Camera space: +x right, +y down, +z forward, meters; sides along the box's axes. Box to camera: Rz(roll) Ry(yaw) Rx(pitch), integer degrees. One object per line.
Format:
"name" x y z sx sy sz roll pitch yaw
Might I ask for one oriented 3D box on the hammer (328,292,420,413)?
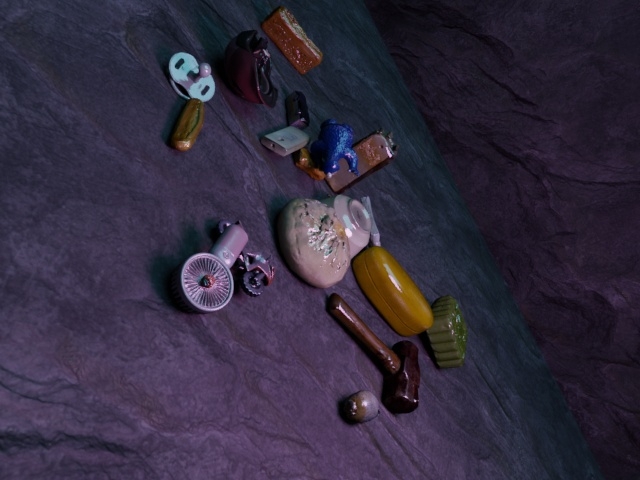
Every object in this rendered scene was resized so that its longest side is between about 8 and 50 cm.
"hammer" 0.166 0.318 1.643 0.409 0.095 0.242 49 31 -17

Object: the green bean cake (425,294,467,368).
"green bean cake" 0.487 0.346 2.061 0.248 0.125 0.222 -59 131 -61

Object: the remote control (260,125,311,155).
"remote control" -0.112 -0.338 1.801 0.098 0.038 0.233 31 27 8

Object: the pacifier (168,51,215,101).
"pacifier" -0.348 -0.454 1.476 0.150 0.117 0.126 52 55 -24

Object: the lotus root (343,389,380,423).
"lotus root" 0.119 0.453 1.454 0.165 0.088 0.088 27 42 -61

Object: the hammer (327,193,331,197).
"hammer" 0.063 -0.121 1.952 0.123 0.014 0.029 52 20 -11

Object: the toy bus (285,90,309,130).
"toy bus" -0.086 -0.475 1.964 0.057 0.072 0.172 34 37 -43

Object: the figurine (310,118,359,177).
"figurine" 0.048 -0.323 1.835 0.120 0.164 0.262 95 -9 -50

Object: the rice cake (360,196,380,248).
"rice cake" 0.184 -0.048 1.979 0.237 0.043 0.127 -98 178 -50

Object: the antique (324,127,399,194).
"antique" 0.153 -0.301 1.973 0.125 0.284 0.150 54 27 -13

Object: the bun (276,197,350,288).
"bun" 0.000 0.000 1.596 0.287 0.146 0.287 36 41 -38

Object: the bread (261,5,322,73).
"bread" -0.109 -0.814 2.167 0.271 0.139 0.077 44 42 -26

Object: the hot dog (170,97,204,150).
"hot dog" -0.345 -0.301 1.407 0.066 0.047 0.215 10 45 -9

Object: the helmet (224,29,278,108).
"helmet" -0.233 -0.544 1.709 0.198 0.154 0.253 46 45 -65

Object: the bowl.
"bowl" 0.090 -0.058 1.820 0.238 0.126 0.237 38 37 -37

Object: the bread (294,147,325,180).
"bread" -0.036 -0.267 1.874 0.132 0.053 0.074 37 35 -37

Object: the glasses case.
"glasses case" 0.267 0.185 1.870 0.371 0.141 0.173 50 30 -18

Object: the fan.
"fan" -0.234 0.055 1.185 0.130 0.074 0.244 45 46 -20

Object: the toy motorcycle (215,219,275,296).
"toy motorcycle" -0.183 0.041 1.328 0.118 0.084 0.212 -9 67 -52
